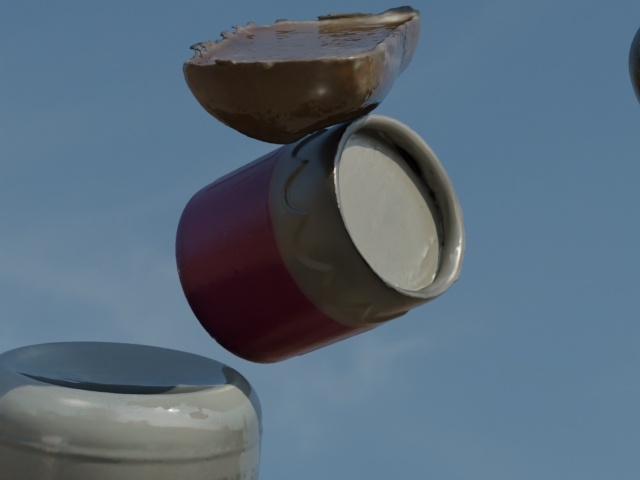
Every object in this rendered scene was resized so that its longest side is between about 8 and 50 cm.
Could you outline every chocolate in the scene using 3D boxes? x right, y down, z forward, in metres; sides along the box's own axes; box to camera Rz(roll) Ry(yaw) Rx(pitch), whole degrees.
[{"bbox_3d":[-0.008,-0.129,1.322,0.161,0.261,0.083,0,-74,15],"label":"chocolate"}]

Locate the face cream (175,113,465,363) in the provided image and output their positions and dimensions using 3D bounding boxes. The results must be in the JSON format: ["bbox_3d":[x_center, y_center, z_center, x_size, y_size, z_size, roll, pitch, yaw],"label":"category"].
[{"bbox_3d":[0.000,0.000,1.413,0.195,0.175,0.175,-24,-39,38],"label":"face cream"}]

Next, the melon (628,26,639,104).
[{"bbox_3d":[0.281,-0.124,1.226,0.098,0.098,0.131,-15,-33,23],"label":"melon"}]

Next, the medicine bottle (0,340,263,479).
[{"bbox_3d":[-0.179,0.254,1.371,0.245,0.306,0.245,6,7,-1],"label":"medicine bottle"}]
